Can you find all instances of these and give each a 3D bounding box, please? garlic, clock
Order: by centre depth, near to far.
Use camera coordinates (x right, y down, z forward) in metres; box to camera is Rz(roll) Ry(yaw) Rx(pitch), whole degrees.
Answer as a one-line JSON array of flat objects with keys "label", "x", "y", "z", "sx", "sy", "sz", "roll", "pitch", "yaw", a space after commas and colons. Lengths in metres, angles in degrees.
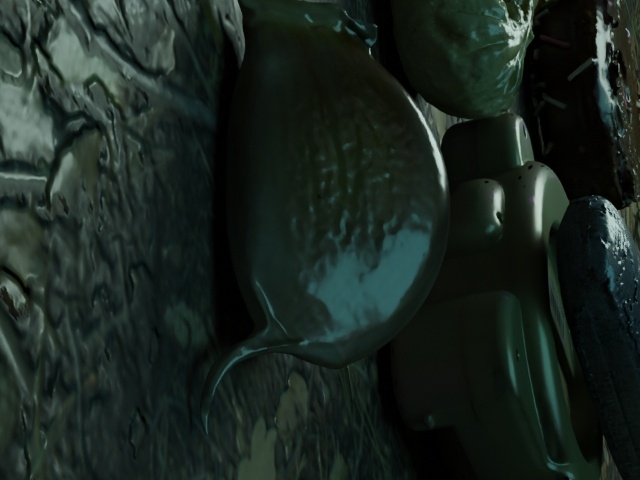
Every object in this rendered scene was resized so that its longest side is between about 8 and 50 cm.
[{"label": "garlic", "x": 0.003, "y": 0.004, "z": 0.918, "sx": 0.128, "sy": 0.148, "sz": 0.266, "roll": 120, "pitch": -25, "yaw": -54}, {"label": "clock", "x": 0.147, "y": 0.077, "z": 1.281, "sx": 0.309, "sy": 0.114, "sz": 0.284, "roll": -83, "pitch": 154, "yaw": -43}]

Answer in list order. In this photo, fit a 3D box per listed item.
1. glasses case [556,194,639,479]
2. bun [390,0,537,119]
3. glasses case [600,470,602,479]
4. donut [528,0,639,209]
[{"label": "glasses case", "x": 0.231, "y": 0.086, "z": 1.245, "sx": 0.109, "sy": 0.067, "sz": 0.282, "roll": -79, "pitch": 155, "yaw": -44}, {"label": "bun", "x": 0.118, "y": -0.177, "z": 1.274, "sx": 0.188, "sy": 0.111, "sz": 0.164, "roll": -55, "pitch": 134, "yaw": -68}, {"label": "glasses case", "x": 0.268, "y": 0.258, "z": 1.677, "sx": 0.063, "sy": 0.041, "sz": 0.164, "roll": 32, "pitch": 54, "yaw": -67}, {"label": "donut", "x": 0.299, "y": -0.159, "z": 1.820, "sx": 0.270, "sy": 0.103, "sz": 0.269, "roll": -6, "pitch": 90, "yaw": -74}]
